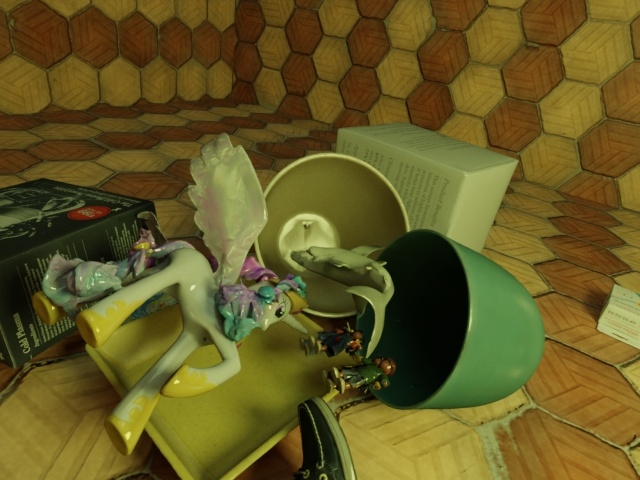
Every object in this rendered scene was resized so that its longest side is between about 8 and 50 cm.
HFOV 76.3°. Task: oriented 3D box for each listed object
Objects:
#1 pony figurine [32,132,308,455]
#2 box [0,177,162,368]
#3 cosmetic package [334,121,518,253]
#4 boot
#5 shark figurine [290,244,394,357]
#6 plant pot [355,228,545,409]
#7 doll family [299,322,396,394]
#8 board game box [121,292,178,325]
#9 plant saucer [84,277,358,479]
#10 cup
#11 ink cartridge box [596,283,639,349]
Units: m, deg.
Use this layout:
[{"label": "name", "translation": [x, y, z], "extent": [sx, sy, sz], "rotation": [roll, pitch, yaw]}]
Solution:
[{"label": "pony figurine", "translation": [-0.195, 0.058, 0.615], "extent": [0.351, 0.302, 0.363], "rotation": [56, 37, 5]}, {"label": "box", "translation": [-0.537, 0.026, 0.759], "extent": [0.343, 0.179, 0.312], "rotation": [12, 28, 22]}, {"label": "cosmetic package", "translation": [0.267, -0.124, 1.175], "extent": [0.393, 0.330, 0.327], "rotation": [31, 34, 34]}, {"label": "boot", "translation": [-0.046, 0.312, 0.467], "extent": [0.178, 0.085, 0.237], "rotation": [-4, 56, -19]}, {"label": "shark figurine", "translation": [0.071, 0.085, 0.688], "extent": [0.166, 0.116, 0.278], "rotation": [-6, 18, -22]}, {"label": "plant pot", "translation": [0.236, 0.153, 0.716], "extent": [0.235, 0.293, 0.293], "rotation": [17, 23, -23]}, {"label": "doll family", "translation": [0.045, 0.180, 0.641], "extent": [0.111, 0.076, 0.193], "rotation": [-9, 30, -23]}, {"label": "board game box", "translation": [-0.317, 0.132, 0.825], "extent": [0.201, 0.035, 0.136], "rotation": [-17, 37, -39]}, {"label": "plant saucer", "translation": [-0.149, 0.215, 0.675], "extent": [0.332, 0.081, 0.332], "rotation": [30, 33, 33]}, {"label": "cup", "translation": [0.000, 0.000, 0.922], "extent": [0.330, 0.331, 0.237], "rotation": [1, -7, -16]}, {"label": "ink cartridge box", "translation": [0.780, 0.189, 1.034], "extent": [0.104, 0.062, 0.181], "rotation": [27, 33, 30]}]
